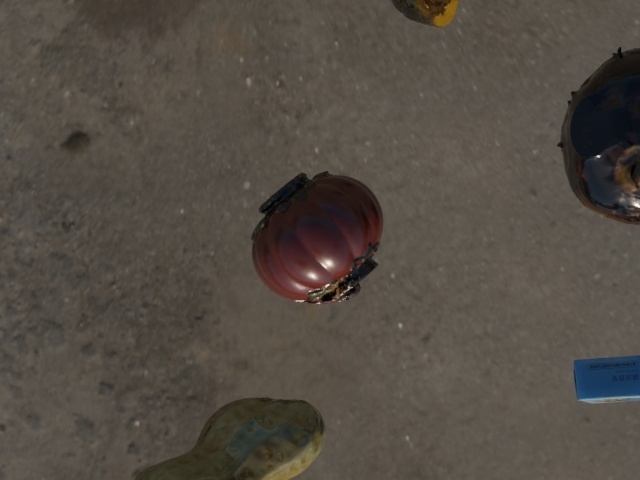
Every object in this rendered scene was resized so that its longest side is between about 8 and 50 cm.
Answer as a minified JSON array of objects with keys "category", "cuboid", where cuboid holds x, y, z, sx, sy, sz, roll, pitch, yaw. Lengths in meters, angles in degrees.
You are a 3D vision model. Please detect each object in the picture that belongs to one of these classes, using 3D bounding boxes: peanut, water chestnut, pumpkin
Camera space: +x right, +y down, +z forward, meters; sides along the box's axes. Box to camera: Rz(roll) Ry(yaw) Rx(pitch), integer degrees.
[{"category":"peanut","cuboid":[-0.117,0.273,1.247,0.275,0.111,0.125,-29,76,-29]},{"category":"water chestnut","cuboid":[0.612,-0.202,1.904,0.335,0.347,0.335,4,103,17]},{"category":"pumpkin","cuboid":[0.163,-0.452,1.700,0.108,0.119,0.183,12,108,40]}]

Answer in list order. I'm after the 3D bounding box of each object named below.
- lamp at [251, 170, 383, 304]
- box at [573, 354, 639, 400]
[{"category":"lamp","cuboid":[0.000,0.000,1.617,0.227,0.227,0.226,-1,116,-2]},{"category":"box","cuboid":[0.603,0.257,1.894,0.232,0.142,0.083,-6,76,24]}]
